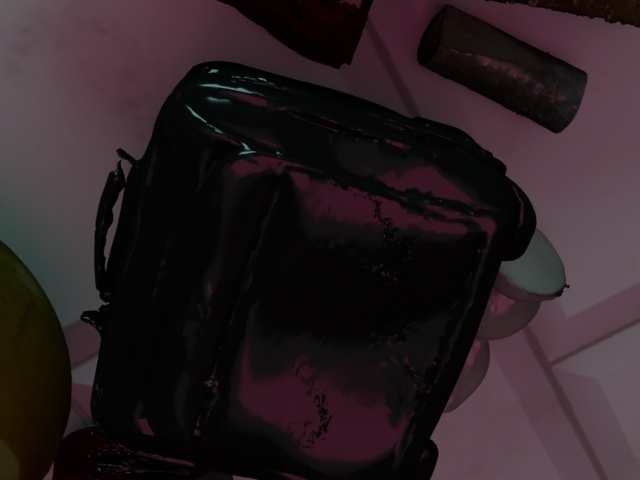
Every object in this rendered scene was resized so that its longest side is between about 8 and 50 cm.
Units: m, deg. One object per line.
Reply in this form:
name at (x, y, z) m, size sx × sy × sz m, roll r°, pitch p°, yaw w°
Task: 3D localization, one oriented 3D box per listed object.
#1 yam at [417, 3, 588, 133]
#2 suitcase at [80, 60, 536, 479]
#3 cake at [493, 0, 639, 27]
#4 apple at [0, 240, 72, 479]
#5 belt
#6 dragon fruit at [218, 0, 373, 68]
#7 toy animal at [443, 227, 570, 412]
yam at (0.181, -0.168, 0.808) m, size 0.169 × 0.068 × 0.068 m, roll 23°, pitch 109°, yaw -14°
suitcase at (-0.027, 0.038, 0.719) m, size 0.339 × 0.188 × 0.345 m, roll 16°, pitch 112°, yaw -6°
cake at (0.205, -0.237, 0.744) m, size 0.295 × 0.116 × 0.113 m, roll -8°, pitch 112°, yaw -9°
apple at (-0.417, 0.145, 0.728) m, size 0.374 × 0.384 × 0.374 m, roll 14°, pitch 141°, yaw 11°
belt at (-0.205, 0.297, 0.937) m, size 0.200 × 0.128 × 0.124 m, roll 12°, pitch 112°, yaw -5°
dragon fruit at (-0.069, -0.335, 0.691) m, size 0.329 × 0.228 × 0.286 m, roll 19°, pitch 94°, yaw 2°
toy animal at (0.174, 0.077, 0.900) m, size 0.103 × 0.131 × 0.221 m, roll 40°, pitch 133°, yaw 10°
